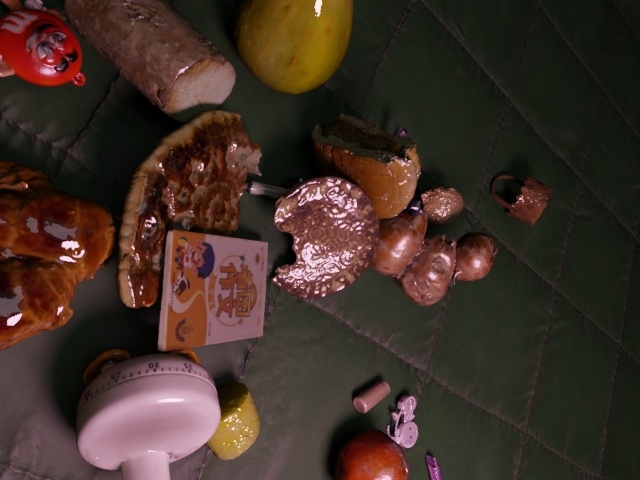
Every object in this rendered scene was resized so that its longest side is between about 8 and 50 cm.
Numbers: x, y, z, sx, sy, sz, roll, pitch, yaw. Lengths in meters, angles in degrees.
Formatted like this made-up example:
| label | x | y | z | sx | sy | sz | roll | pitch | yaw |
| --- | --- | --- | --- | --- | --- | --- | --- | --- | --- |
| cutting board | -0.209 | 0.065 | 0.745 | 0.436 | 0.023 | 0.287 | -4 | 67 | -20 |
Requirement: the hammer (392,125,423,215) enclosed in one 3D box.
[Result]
| label | x | y | z | sx | sy | sz | roll | pitch | yaw |
| --- | --- | --- | --- | --- | --- | --- | --- | --- | --- |
| hammer | 0.193 | -0.159 | 1.255 | 0.037 | 0.137 | 0.289 | 26 | 33 | -31 |

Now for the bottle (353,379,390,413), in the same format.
| label | x | y | z | sx | sy | sz | roll | pitch | yaw |
| --- | --- | --- | --- | --- | --- | --- | --- | --- | --- |
| bottle | 0.127 | 0.381 | 1.242 | 0.096 | 0.045 | 0.045 | -23 | 97 | -37 |

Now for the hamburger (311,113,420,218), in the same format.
| label | x | y | z | sx | sy | sz | roll | pitch | yaw |
| --- | --- | --- | --- | --- | --- | --- | --- | --- | --- |
| hamburger | 0.101 | -0.161 | 1.170 | 0.132 | 0.309 | 0.211 | -38 | 135 | -23 |

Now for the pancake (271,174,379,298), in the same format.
| label | x | y | z | sx | sy | sz | roll | pitch | yaw |
| --- | --- | --- | --- | --- | --- | --- | --- | --- | --- |
| pancake | 0.000 | 0.000 | 1.121 | 0.286 | 0.033 | 0.288 | -39 | 120 | 8 |

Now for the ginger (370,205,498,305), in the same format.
| label | x | y | z | sx | sy | sz | roll | pitch | yaw |
| --- | --- | --- | --- | --- | --- | --- | --- | --- | --- |
| ginger | 0.235 | 0.027 | 1.276 | 0.375 | 0.256 | 0.176 | 24 | 35 | -15 |

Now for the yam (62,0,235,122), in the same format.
| label | x | y | z | sx | sy | sz | roll | pitch | yaw |
| --- | --- | --- | --- | --- | --- | --- | --- | --- | --- |
| yam | -0.312 | -0.363 | 0.931 | 0.304 | 0.168 | 0.168 | 44 | 61 | -7 |

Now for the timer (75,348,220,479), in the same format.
| label | x | y | z | sx | sy | sz | roll | pitch | yaw |
| --- | --- | --- | --- | --- | --- | --- | --- | --- | --- |
| timer | -0.282 | 0.310 | 0.842 | 0.233 | 0.233 | 0.240 | 12 | 36 | -34 |

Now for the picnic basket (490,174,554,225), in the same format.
| label | x | y | z | sx | sy | sz | roll | pitch | yaw |
| --- | --- | --- | --- | --- | --- | --- | --- | --- | --- |
| picnic basket | 0.635 | -0.142 | 1.628 | 0.178 | 0.137 | 0.128 | 25 | 55 | 11 |

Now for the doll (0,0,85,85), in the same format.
| label | x | y | z | sx | sy | sz | roll | pitch | yaw |
| --- | --- | --- | --- | --- | --- | --- | --- | --- | --- |
| doll | -0.509 | -0.346 | 0.871 | 0.217 | 0.085 | 0.183 | 44 | 60 | -12 |

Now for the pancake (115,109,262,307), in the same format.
| label | x | y | z | sx | sy | sz | roll | pitch | yaw |
| --- | --- | --- | --- | --- | --- | --- | --- | --- | --- |
| pancake | -0.238 | -0.066 | 0.962 | 0.305 | 0.067 | 0.426 | 35 | 64 | -58 |

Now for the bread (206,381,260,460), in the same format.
| label | x | y | z | sx | sy | sz | roll | pitch | yaw |
| --- | --- | --- | --- | --- | --- | --- | --- | --- | --- |
| bread | -0.181 | 0.353 | 0.996 | 0.129 | 0.111 | 0.114 | -34 | 111 | -29 |

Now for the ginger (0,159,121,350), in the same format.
| label | x | y | z | sx | sy | sz | roll | pitch | yaw |
| --- | --- | --- | --- | --- | --- | --- | --- | --- | --- |
| ginger | -0.501 | 0.030 | 0.780 | 0.274 | 0.152 | 0.357 | 44 | 60 | -22 |

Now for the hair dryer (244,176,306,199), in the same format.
| label | x | y | z | sx | sy | sz | roll | pitch | yaw |
| --- | --- | --- | --- | --- | --- | --- | --- | --- | --- |
| hair dryer | -0.117 | -0.104 | 1.140 | 0.198 | 0.057 | 0.100 | 12 | 77 | -25 |

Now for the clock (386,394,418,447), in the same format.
| label | x | y | z | sx | sy | sz | roll | pitch | yaw |
| --- | --- | --- | --- | --- | --- | --- | --- | --- | --- |
| clock | 0.212 | 0.462 | 1.293 | 0.087 | 0.041 | 0.129 | 7 | 85 | -38 |

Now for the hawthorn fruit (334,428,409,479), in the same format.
| label | x | y | z | sx | sy | sz | roll | pitch | yaw |
| --- | --- | --- | --- | --- | --- | --- | --- | --- | --- |
| hawthorn fruit | 0.112 | 0.521 | 1.142 | 0.173 | 0.173 | 0.172 | 5 | 80 | -35 |

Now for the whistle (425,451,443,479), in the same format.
| label | x | y | z | sx | sy | sz | roll | pitch | yaw |
| --- | --- | --- | --- | --- | --- | --- | --- | --- | --- |
| whistle | 0.312 | 0.651 | 1.342 | 0.033 | 0.033 | 0.176 | -14 | 92 | -36 |

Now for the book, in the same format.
| label | x | y | z | sx | sy | sz | roll | pitch | yaw |
| --- | --- | --- | --- | --- | --- | --- | --- | --- | --- |
| book | -0.194 | 0.095 | 0.979 | 0.295 | 0.020 | 0.207 | 9 | 84 | -62 |

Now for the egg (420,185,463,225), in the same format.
| label | x | y | z | sx | sy | sz | roll | pitch | yaw |
| --- | --- | --- | --- | --- | --- | --- | --- | --- | --- |
| egg | 0.330 | -0.096 | 1.408 | 0.140 | 0.116 | 0.118 | -10 | 113 | -25 |

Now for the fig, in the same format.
| label | x | y | z | sx | sy | sz | roll | pitch | yaw |
| --- | --- | --- | --- | --- | --- | --- | --- | --- | --- |
| fig | -0.051 | -0.466 | 1.061 | 0.258 | 0.326 | 0.258 | 6 | 70 | -17 |
